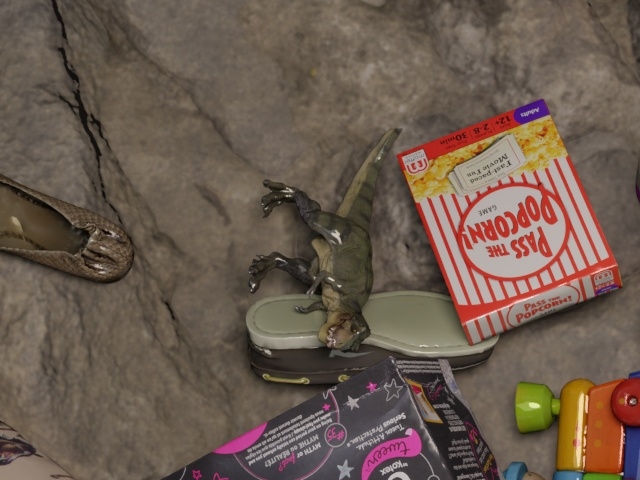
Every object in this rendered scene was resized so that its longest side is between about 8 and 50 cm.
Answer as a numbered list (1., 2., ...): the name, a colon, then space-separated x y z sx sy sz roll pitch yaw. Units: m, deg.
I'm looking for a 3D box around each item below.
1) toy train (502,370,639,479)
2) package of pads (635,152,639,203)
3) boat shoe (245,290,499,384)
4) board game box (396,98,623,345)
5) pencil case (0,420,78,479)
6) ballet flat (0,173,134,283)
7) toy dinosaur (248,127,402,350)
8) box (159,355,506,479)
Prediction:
1. toy train: 0.236 0.142 1.728 0.143 0.105 0.248 1 79 21
2. package of pads: 0.369 0.030 1.659 0.101 0.229 0.297 -27 76 1
3. boat shoe: 0.047 0.094 1.772 0.227 0.069 0.081 3 39 3
4. board game box: 0.168 -0.018 1.758 0.146 0.045 0.193 -22 57 3
5. pencil case: -0.229 0.294 1.643 0.410 0.160 0.184 31 125 36
6. ballet flat: -0.293 -0.019 1.838 0.249 0.058 0.084 19 81 10
7. toy dinosaur: 0.000 0.000 1.767 0.118 0.064 0.268 6 52 6
8. box: 0.014 0.217 1.677 0.247 0.163 0.142 -29 76 17
